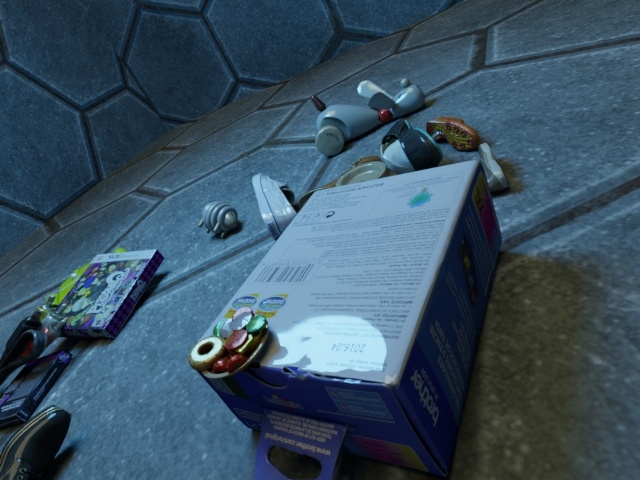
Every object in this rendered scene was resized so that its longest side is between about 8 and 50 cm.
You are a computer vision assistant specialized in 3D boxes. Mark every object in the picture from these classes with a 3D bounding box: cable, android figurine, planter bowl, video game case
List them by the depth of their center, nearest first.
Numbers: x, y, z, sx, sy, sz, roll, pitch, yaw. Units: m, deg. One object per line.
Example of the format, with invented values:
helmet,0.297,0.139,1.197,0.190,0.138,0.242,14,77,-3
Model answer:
planter bowl,0.092,-0.072,0.767,0.162,0.109,0.162,-22,30,13
cable,-0.637,0.259,0.902,0.139,0.072,0.287,37,94,42
video game case,-0.507,0.122,1.004,0.210,0.042,0.232,-5,44,25
android figurine,-0.637,0.114,1.181,0.248,0.056,0.273,-37,31,-14

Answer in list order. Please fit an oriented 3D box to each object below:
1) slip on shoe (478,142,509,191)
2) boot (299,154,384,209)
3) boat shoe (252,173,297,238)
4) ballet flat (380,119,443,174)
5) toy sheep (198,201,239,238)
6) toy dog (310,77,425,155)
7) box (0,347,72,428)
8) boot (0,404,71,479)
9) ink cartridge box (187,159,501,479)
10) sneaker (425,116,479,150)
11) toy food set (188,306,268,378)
slip on shoe,0.290,-0.126,0.745,0.041,0.051,0.135,-29,32,25
boot,0.053,-0.121,0.930,0.197,0.073,0.152,-13,30,11
boat shoe,-0.101,-0.094,1.013,0.084,0.095,0.258,-24,39,0
ballet flat,0.182,-0.189,0.910,0.096,0.095,0.280,-33,17,13
toy sheep,-0.262,-0.058,1.091,0.132,0.091,0.091,18,50,30
toy dog,0.107,-0.383,1.206,0.333,0.161,0.220,-32,29,-6
box,-0.593,0.300,0.861,0.116,0.029,0.162,-20,28,17
boot,-0.398,0.342,0.584,0.136,0.077,0.198,3,54,38
ink cartridge box,0.036,0.088,0.510,0.269,0.151,0.395,-6,35,38
sneaker,0.290,-0.239,0.912,0.067,0.064,0.175,-21,30,-6
toy food set,-0.089,0.102,0.430,0.083,0.020,0.083,1,42,45
